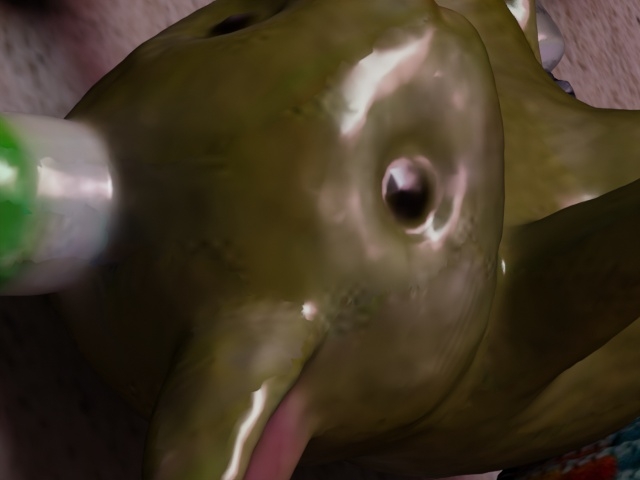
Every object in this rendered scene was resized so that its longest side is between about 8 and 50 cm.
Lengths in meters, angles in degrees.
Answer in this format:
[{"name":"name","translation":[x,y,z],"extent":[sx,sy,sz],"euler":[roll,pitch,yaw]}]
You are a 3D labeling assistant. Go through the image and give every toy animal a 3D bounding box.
[{"name":"toy animal","translation":[0.013,-0.015,0.549],"extent":[0.181,0.180,0.363],"euler":[40,14,23]}]

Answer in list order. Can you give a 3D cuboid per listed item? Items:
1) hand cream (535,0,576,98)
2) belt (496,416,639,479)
[{"name":"hand cream","translation":[0.052,-0.156,0.912],"extent":[0.080,0.050,0.234],"euler":[0,58,-55]},{"name":"belt","translation":[0.158,0.178,0.657],"extent":[0.207,0.150,0.257],"euler":[27,42,-62]}]
